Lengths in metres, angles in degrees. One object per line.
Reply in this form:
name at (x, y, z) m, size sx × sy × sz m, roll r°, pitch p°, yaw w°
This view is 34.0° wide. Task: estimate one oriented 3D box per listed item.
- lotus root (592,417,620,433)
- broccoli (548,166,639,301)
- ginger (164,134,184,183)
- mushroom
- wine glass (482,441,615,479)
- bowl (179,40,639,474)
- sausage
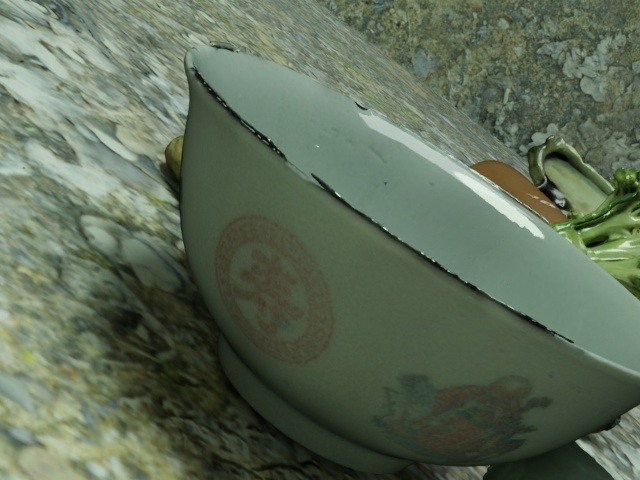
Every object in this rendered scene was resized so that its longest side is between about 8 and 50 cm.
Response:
lotus root at (0.254, 0.156, 1.019) m, size 0.099 × 0.054 × 0.049 m, roll 35°, pitch 9°, yaw -11°
broccoli at (0.216, 0.007, 1.127) m, size 0.361 × 0.221 × 0.252 m, roll 32°, pitch 47°, yaw -1°
ginger at (0.000, 0.000, 0.836) m, size 0.294 × 0.086 × 0.131 m, roll 36°, pitch 37°, yaw 5°
mushroom at (0.408, -0.012, 1.768) m, size 0.217 × 0.212 × 0.292 m, roll -33°, pitch 81°, yaw -28°
wine glass at (0.217, 0.291, 0.592) m, size 0.264 × 0.096 × 0.309 m, roll 57°, pitch 0°, yaw -38°
bowl at (0.036, 0.036, 0.631) m, size 0.345 × 0.157 × 0.345 m, roll 29°, pitch 16°, yaw -9°
sausage at (0.292, 0.015, 1.399) m, size 0.121 × 0.121 × 0.304 m, roll 20°, pitch 26°, yaw -50°
